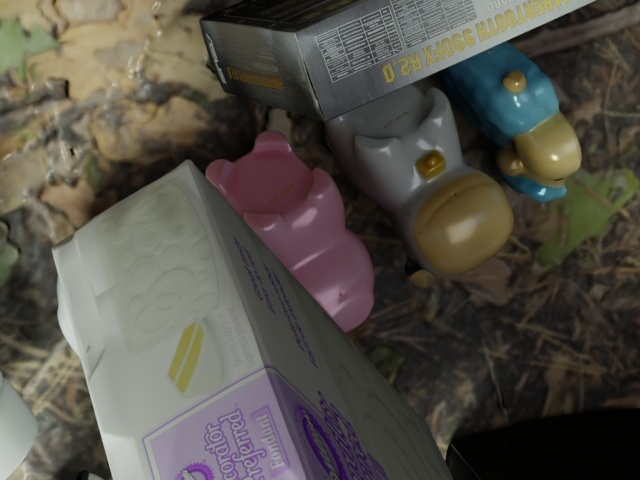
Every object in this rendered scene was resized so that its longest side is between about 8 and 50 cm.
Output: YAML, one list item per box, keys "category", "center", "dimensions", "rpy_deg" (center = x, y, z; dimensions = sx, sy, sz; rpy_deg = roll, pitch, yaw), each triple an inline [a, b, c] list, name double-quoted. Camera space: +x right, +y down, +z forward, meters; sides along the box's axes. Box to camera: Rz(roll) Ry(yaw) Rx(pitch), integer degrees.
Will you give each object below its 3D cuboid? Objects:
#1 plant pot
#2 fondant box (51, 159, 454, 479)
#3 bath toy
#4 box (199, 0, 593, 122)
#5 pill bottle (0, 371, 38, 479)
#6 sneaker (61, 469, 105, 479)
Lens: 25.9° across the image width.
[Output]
- category: "plant pot"
  center: [0.176, 0.228, 0.994]
  dimensions: [0.167, 0.188, 0.187]
  rpy_deg: [5, 99, -11]
- category: "fondant box"
  center: [0.001, 0.144, 0.766]
  dimensions: [0.096, 0.238, 0.330]
  rpy_deg: [-32, 137, 8]
- category: "bath toy"
  center: [0.000, 0.000, 0.906]
  dimensions: [0.348, 0.151, 0.129]
  rpy_deg: [-29, 145, -14]
- category: "box"
  center: [0.060, -0.150, 0.862]
  dimensions: [0.231, 0.183, 0.056]
  rpy_deg: [-26, 109, -16]
- category: "pill bottle"
  center: [-0.270, 0.051, 0.799]
  dimensions: [0.131, 0.131, 0.229]
  rpy_deg: [-38, 112, -11]
- category: "sneaker"
  center: [-0.099, 0.231, 0.911]
  dimensions: [0.127, 0.182, 0.315]
  rpy_deg: [-59, 144, -7]
